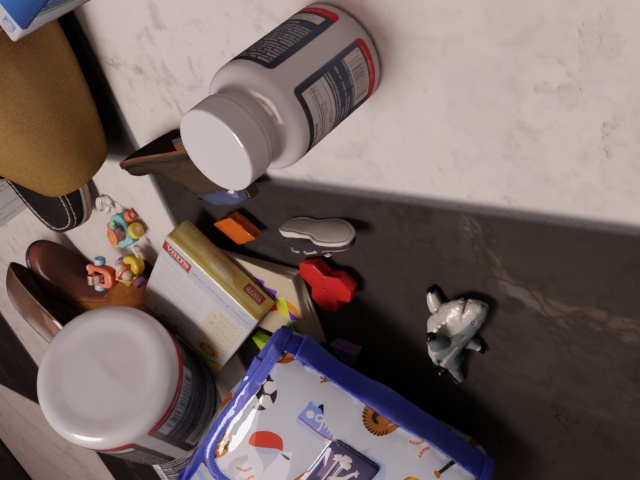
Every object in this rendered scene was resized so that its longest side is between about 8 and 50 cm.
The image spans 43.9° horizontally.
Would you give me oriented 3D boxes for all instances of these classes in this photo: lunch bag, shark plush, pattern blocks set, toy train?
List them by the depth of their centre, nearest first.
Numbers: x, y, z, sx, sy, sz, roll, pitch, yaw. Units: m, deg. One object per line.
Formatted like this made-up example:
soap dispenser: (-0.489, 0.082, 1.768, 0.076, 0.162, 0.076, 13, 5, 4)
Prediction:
shark plush: (0.156, 0.124, 0.905, 0.067, 0.073, 0.161, -1, 127, 9)
lunch bag: (0.006, 0.299, 1.077, 0.328, 0.239, 0.385, 33, 139, -2)
pattern blocks set: (-0.078, 0.076, 1.121, 0.325, 0.026, 0.285, 25, 142, 27)
toy train: (-0.338, 0.020, 1.268, 0.125, 0.046, 0.166, 20, 118, 25)

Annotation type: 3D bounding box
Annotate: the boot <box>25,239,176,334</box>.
boot: (-0.375, 0.081, 1.384, 0.280, 0.096, 0.264, -19, 108, 51)

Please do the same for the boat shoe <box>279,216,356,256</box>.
boat shoe: (0.000, 0.000, 0.940, 0.125, 0.046, 0.038, 6, 130, 47)

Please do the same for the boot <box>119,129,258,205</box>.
boot: (-0.170, -0.083, 1.000, 0.219, 0.082, 0.106, -8, 118, 48)

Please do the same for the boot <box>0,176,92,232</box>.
boot: (-0.514, -0.113, 1.134, 0.138, 0.284, 0.377, -8, 122, 29)

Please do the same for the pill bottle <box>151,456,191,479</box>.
pill bottle: (-0.311, 0.381, 1.604, 0.131, 0.130, 0.245, 7, 130, 43)

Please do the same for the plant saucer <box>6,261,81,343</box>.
plant saucer: (-0.484, 0.162, 1.508, 0.310, 0.050, 0.310, 43, 172, 8)

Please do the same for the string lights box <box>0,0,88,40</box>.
string lights box: (-0.240, -0.303, 0.790, 0.260, 0.133, 0.076, -17, 112, 53)

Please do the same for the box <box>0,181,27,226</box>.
box: (-0.601, -0.099, 1.349, 0.181, 0.182, 0.119, 17, 138, 35)

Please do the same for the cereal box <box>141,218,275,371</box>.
cereal box: (-0.172, 0.089, 1.168, 0.173, 0.047, 0.240, 43, 147, 3)

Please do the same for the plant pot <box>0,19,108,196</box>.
plant pot: (-0.397, -0.183, 1.038, 0.237, 0.237, 0.254, 15, 152, 37)

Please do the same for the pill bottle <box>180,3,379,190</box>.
pill bottle: (-0.037, -0.128, 0.720, 0.108, 0.180, 0.108, 28, 143, 24)

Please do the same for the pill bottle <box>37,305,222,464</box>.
pill bottle: (-0.286, 0.251, 1.288, 0.210, 0.210, 0.363, 33, 166, 18)
